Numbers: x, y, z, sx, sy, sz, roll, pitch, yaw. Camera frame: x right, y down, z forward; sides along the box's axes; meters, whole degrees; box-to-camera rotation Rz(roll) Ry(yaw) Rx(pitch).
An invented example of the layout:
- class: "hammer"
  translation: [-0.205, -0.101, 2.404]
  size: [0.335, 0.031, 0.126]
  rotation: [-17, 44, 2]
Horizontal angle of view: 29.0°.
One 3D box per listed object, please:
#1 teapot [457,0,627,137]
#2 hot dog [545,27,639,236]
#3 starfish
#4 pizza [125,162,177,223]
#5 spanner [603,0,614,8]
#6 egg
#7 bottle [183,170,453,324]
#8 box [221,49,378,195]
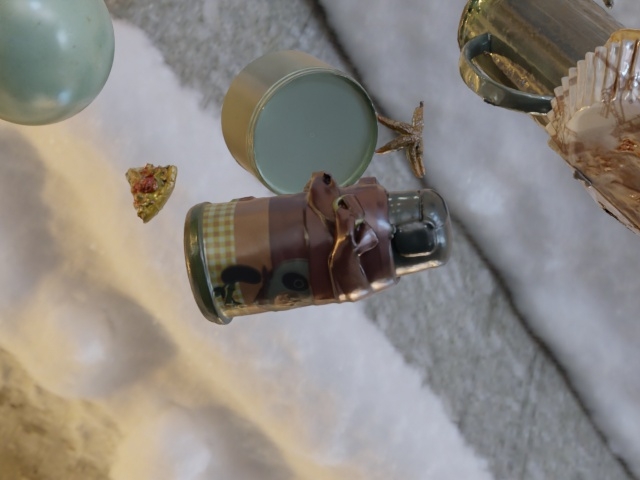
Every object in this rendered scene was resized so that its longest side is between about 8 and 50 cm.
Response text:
- class: "teapot"
  translation: [0.306, -0.231, 1.647]
  size: [0.270, 0.337, 0.200]
  rotation: [-11, 132, -25]
- class: "hot dog"
  translation: [0.242, -0.033, 0.773]
  size: [0.252, 0.069, 0.131]
  rotation: [39, 145, -25]
- class: "starfish"
  translation: [0.151, -0.186, 2.094]
  size: [0.133, 0.130, 0.041]
  rotation: [32, 166, -18]
- class: "pizza"
  translation: [-0.225, -0.069, 1.572]
  size: [0.078, 0.083, 0.025]
  rotation: [26, 178, 24]
- class: "spanner"
  translation: [0.384, -0.435, 1.829]
  size: [0.015, 0.254, 0.054]
  rotation: [6, 134, -42]
- class: "egg"
  translation: [-0.260, -0.180, 1.111]
  size: [0.149, 0.149, 0.192]
  rotation: [22, 173, -1]
- class: "bottle"
  translation: [0.000, 0.000, 1.281]
  size: [0.271, 0.156, 0.143]
  rotation: [-9, 99, 8]
- class: "box"
  translation: [-0.034, -0.187, 2.031]
  size: [0.226, 0.149, 0.226]
  rotation: [-9, 113, -21]
